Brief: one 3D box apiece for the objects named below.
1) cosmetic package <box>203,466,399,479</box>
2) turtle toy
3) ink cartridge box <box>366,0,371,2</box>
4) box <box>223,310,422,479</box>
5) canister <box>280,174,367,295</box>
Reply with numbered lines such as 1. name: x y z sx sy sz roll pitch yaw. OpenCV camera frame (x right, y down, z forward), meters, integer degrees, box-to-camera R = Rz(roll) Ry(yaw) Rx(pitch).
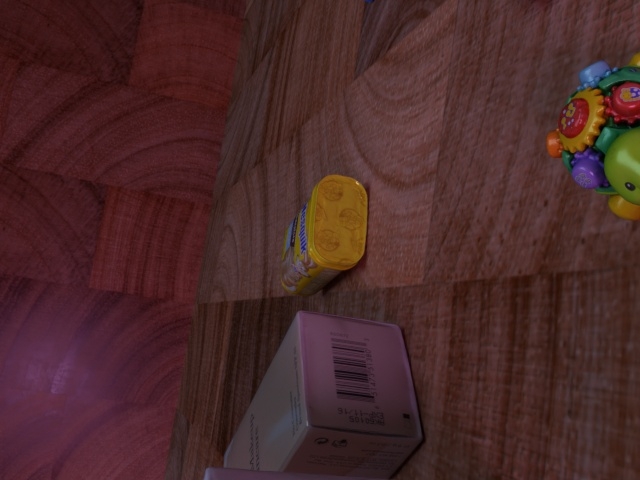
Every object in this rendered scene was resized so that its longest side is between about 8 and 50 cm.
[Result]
1. cosmetic package: 0.025 0.231 0.483 0.085 0.231 0.117 -136 59 -70
2. turtle toy: 0.186 -0.063 0.434 0.130 0.066 0.095 -107 32 -57
3. ink cartridge box: 0.014 -0.441 1.016 0.139 0.191 0.082 131 146 -59
4. box: -0.014 0.233 0.798 0.147 0.121 0.311 -98 25 -45
5. canister: 0.000 0.000 0.988 0.170 0.074 0.126 133 145 -63
